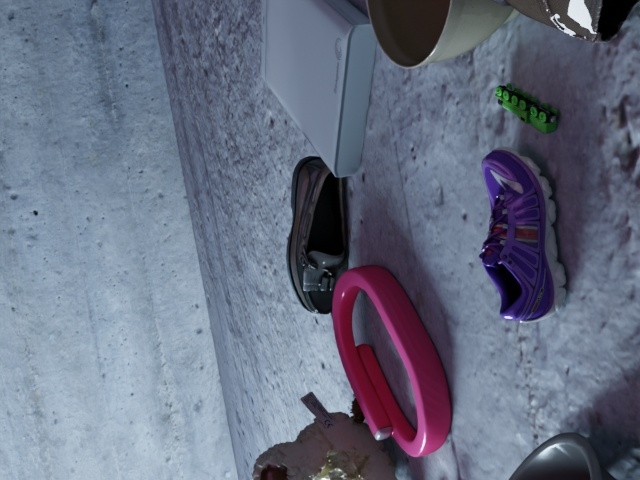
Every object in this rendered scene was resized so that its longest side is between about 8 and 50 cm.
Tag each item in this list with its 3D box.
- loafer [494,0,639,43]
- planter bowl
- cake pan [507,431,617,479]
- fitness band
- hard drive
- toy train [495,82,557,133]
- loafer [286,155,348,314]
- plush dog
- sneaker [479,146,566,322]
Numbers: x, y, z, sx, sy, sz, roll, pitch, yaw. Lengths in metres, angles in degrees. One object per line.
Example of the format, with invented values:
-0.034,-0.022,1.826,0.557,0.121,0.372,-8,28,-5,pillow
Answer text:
0.215,-0.259,0.393,0.130,0.134,0.366,48,160,15,loafer
0.123,-0.245,0.629,0.162,0.109,0.162,170,90,-69,planter bowl
0.183,0.312,0.594,0.293,0.054,0.293,-62,-5,-10,cake pan
0.094,0.171,0.995,0.209,0.054,0.291,104,148,-48,fitness band
-0.019,-0.290,1.077,0.353,0.047,0.233,-123,30,-45,hard drive
0.191,-0.124,0.641,0.083,0.017,0.024,-127,23,-51,toy train
0.000,0.000,1.110,0.084,0.096,0.268,22,118,60,loafer
0.017,0.389,1.126,0.211,0.262,0.225,-73,4,-50,plush dog
0.181,-0.005,0.648,0.068,0.071,0.170,153,106,-69,sneaker
